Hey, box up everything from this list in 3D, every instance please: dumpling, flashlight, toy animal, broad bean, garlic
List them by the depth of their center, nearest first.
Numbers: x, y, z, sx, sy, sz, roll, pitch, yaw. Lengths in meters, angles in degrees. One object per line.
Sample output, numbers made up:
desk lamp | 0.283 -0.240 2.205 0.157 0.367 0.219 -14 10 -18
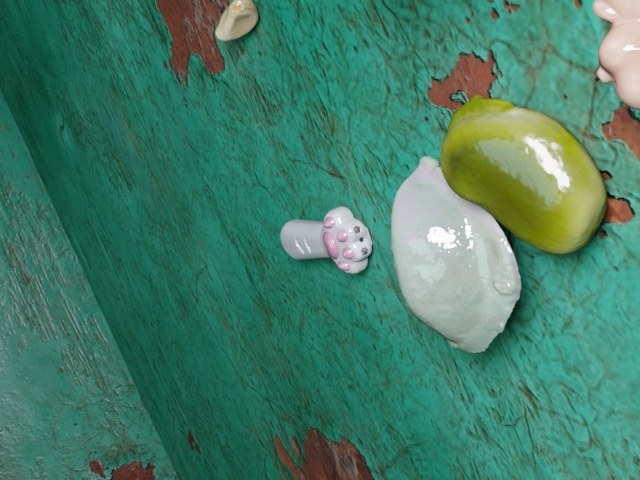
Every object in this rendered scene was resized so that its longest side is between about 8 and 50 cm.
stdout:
toy animal | 0.240 -0.158 0.612 0.089 0.083 0.150 -1 110 57
broad bean | 0.188 -0.066 0.789 0.174 0.082 0.124 32 139 31
dumpling | 0.151 0.016 0.896 0.149 0.105 0.216 -4 103 31
garlic | -0.110 -0.301 1.133 0.041 0.053 0.083 62 158 3
flashlight | 0.000 0.000 1.190 0.200 0.048 0.093 2 114 59
